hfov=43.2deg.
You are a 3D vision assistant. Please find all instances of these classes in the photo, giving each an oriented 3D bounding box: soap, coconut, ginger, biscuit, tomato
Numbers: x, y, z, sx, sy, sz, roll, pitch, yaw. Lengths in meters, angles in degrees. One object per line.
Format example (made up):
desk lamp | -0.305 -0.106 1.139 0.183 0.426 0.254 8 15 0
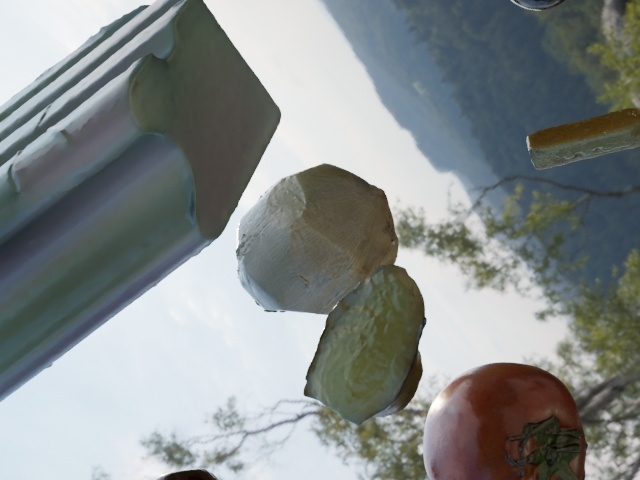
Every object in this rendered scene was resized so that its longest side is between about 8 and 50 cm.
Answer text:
soap | -0.189 -0.018 0.535 0.115 0.347 0.208 52 -178 -31
coconut | 0.000 0.000 1.797 0.346 0.360 0.346 31 -146 -25
ginger | 0.082 0.123 0.962 0.115 0.193 0.123 34 -163 34
biscuit | 0.432 -0.162 1.304 0.052 0.188 0.056 -87 -21 -44
tomato | 0.277 0.311 1.216 0.256 0.255 0.224 47 151 -20

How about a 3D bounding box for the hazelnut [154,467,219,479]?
hazelnut | -0.281 0.578 1.620 0.217 0.251 0.217 26 -149 -17

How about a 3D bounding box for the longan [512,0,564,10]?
longan | 0.262 -0.329 0.952 0.113 0.113 0.092 53 -148 8
